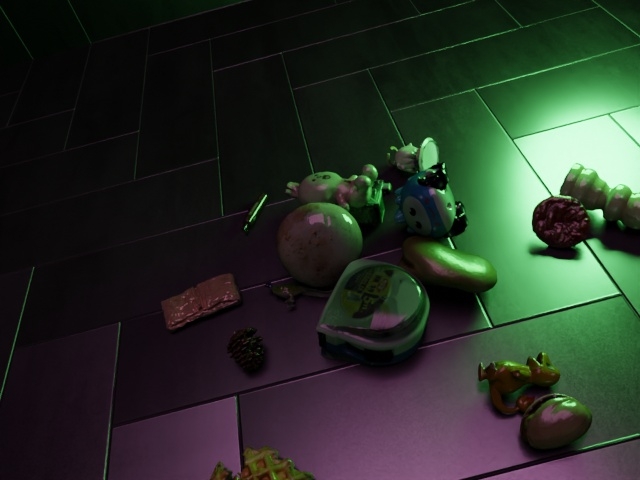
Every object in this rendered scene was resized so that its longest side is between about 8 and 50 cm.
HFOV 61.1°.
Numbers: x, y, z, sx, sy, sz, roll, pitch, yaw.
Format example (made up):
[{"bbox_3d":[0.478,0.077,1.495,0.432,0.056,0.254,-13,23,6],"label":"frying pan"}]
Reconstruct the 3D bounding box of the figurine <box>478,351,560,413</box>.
[{"bbox_3d":[0.453,0.320,1.213,0.176,0.121,0.122,-8,75,-6],"label":"figurine"}]

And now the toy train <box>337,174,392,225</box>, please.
[{"bbox_3d":[0.088,-0.131,1.697,0.269,0.115,0.154,2,58,16],"label":"toy train"}]

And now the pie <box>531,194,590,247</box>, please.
[{"bbox_3d":[0.654,-0.053,1.479,0.154,0.036,0.155,-3,83,22],"label":"pie"}]

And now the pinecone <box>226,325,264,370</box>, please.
[{"bbox_3d":[-0.195,0.282,1.405,0.102,0.102,0.109,-17,57,-1],"label":"pinecone"}]

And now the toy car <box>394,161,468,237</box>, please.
[{"bbox_3d":[0.300,-0.100,1.542,0.190,0.189,0.255,-23,15,16],"label":"toy car"}]

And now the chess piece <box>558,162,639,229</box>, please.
[{"bbox_3d":[0.791,-0.111,1.489,0.243,0.133,0.133,28,60,28],"label":"chess piece"}]

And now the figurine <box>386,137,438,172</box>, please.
[{"bbox_3d":[0.292,-0.273,1.773,0.153,0.132,0.132,8,50,36],"label":"figurine"}]

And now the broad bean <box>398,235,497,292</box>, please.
[{"bbox_3d":[0.332,0.064,1.430,0.263,0.121,0.189,10,18,19],"label":"broad bean"}]

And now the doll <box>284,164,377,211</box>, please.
[{"bbox_3d":[0.035,-0.139,1.583,0.274,0.113,0.155,-7,39,18],"label":"doll"}]

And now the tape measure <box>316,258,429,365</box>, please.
[{"bbox_3d":[0.141,0.183,1.376,0.262,0.138,0.259,12,54,24],"label":"tape measure"}]

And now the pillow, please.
[{"bbox_3d":[-0.349,0.175,1.576,0.232,0.043,0.126,-23,42,-4],"label":"pillow"}]

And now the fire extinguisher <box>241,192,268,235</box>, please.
[{"bbox_3d":[-0.226,-0.090,1.790,0.048,0.035,0.173,10,49,18],"label":"fire extinguisher"}]

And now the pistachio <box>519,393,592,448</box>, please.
[{"bbox_3d":[0.491,0.380,1.135,0.149,0.113,0.113,-31,47,6],"label":"pistachio"}]

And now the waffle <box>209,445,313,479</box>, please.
[{"bbox_3d":[-0.145,0.570,1.152,0.249,0.056,0.261,10,50,22],"label":"waffle"}]

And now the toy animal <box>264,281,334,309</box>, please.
[{"bbox_3d":[-0.057,0.156,1.518,0.216,0.041,0.075,6,44,14],"label":"toy animal"}]

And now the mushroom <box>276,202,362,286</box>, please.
[{"bbox_3d":[0.000,0.000,1.534,0.243,0.244,0.244,-7,47,8],"label":"mushroom"}]
